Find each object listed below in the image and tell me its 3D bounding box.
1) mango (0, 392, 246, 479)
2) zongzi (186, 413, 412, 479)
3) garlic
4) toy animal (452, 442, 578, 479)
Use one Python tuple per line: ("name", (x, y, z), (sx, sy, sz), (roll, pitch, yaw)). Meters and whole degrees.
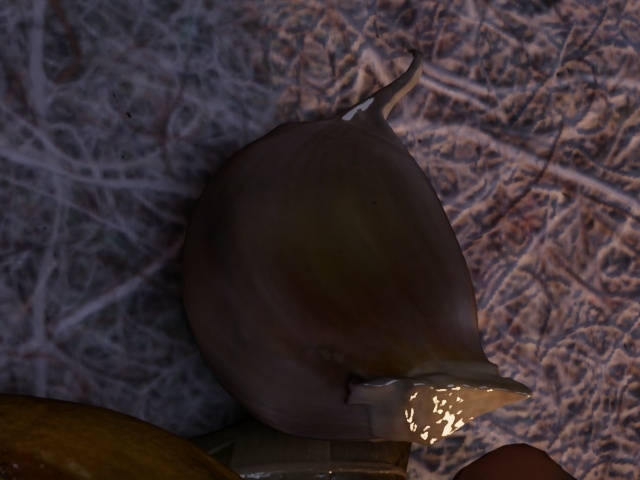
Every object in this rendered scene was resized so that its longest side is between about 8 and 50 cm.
("mango", (-0.140, 0.148, 0.818), (0.295, 0.120, 0.177), (17, 42, 12))
("zongzi", (-0.020, 0.102, 0.956), (0.160, 0.078, 0.176), (20, 72, -23))
("garlic", (-0.003, -0.004, 0.936), (0.148, 0.128, 0.267), (7, 55, -22))
("toy animal", (0.048, 0.278, 0.854), (0.216, 0.338, 0.191), (43, 40, 12))
